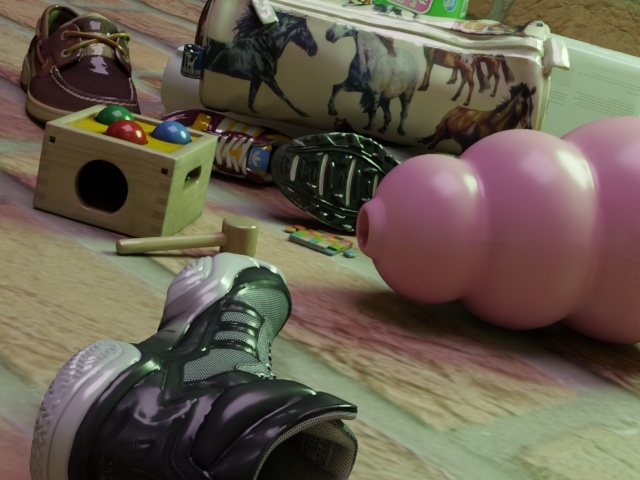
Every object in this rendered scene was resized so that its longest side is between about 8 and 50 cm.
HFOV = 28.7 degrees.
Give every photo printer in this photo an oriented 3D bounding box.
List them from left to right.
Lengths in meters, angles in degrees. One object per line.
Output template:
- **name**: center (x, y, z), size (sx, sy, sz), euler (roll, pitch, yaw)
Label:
- **photo printer**: center (-0.014, -0.173, 1.621), size (0.307, 0.107, 0.256), euler (20, 18, 22)

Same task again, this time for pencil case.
- **pencil case**: center (0.060, -0.196, 1.388), size (0.410, 0.160, 0.183), euler (11, -23, 4)

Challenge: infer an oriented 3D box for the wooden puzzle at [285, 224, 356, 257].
- **wooden puzzle**: center (0.000, 0.000, 1.237), size (0.083, 0.006, 0.049), euler (20, 17, 21)

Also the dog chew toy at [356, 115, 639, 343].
- **dog chew toy**: center (0.195, -0.010, 1.111), size (0.331, 0.207, 0.206), euler (0, 20, -16)

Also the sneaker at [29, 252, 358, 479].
- **sneaker**: center (-0.042, 0.094, 0.739), size (0.153, 0.101, 0.268), euler (19, 23, 16)

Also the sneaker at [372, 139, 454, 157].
- **sneaker**: center (0.077, -0.081, 1.454), size (0.188, 0.071, 0.066), euler (-1, 18, -31)

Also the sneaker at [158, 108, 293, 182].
- **sneaker**: center (-0.097, -0.103, 1.390), size (0.185, 0.070, 0.084), euler (3, 14, -29)

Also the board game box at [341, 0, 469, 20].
- **board game box**: center (0.059, -0.333, 1.974), size (0.316, 0.242, 0.064), euler (17, 19, 14)

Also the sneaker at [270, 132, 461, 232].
- **sneaker**: center (0.060, -0.058, 1.351), size (0.271, 0.100, 0.108), euler (8, 4, -34)

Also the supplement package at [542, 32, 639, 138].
- **supplement package**: center (0.345, -0.163, 1.708), size (0.194, 0.203, 0.149), euler (21, 17, 20)

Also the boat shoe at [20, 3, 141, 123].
- **boat shoe**: center (-0.288, -0.214, 1.504), size (0.123, 0.123, 0.342), euler (7, 18, -23)

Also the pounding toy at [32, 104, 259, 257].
- **pounding toy**: center (-0.148, -0.054, 1.140), size (0.206, 0.094, 0.181), euler (16, 16, 9)
